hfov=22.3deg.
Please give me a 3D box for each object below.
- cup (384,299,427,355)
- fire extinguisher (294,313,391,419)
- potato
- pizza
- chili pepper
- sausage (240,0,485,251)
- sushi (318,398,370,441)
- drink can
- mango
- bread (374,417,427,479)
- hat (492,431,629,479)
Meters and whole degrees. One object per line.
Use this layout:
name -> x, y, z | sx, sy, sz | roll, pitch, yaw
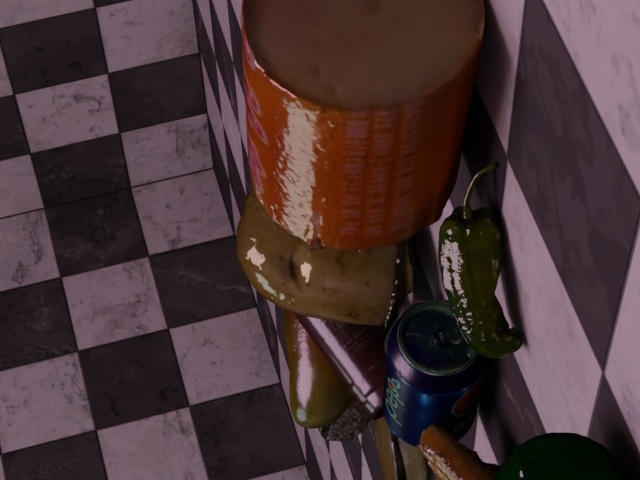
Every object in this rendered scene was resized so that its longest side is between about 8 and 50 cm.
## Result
cup -> 0.128, 0.129, 2.018 | 0.077, 0.078, 0.100 | 105, 142, -65
fire extinguisher -> 0.024, 0.078, 2.272 | 0.344, 0.138, 0.102 | 54, 150, 14
potato -> 0.000, 0.000, 2.103 | 0.285, 0.242, 0.243 | -95, -3, -61
pizza -> 0.194, 0.297, 1.869 | 0.188, 0.062, 0.199 | 46, 169, 24
chili pepper -> 0.157, 0.019, 1.659 | 0.072, 0.073, 0.204 | -78, -22, -76
sausage -> 0.037, -0.152, 1.609 | 0.287, 0.233, 0.233 | 95, 160, -63
sushi -> 0.034, 0.245, 2.476 | 0.150, 0.090, 0.078 | 89, 166, -54
drink can -> 0.131, 0.155, 1.878 | 0.205, 0.118, 0.118 | 88, 166, -60
mango -> 0.017, 0.127, 2.375 | 0.129, 0.146, 0.289 | 31, -125, -60
bread -> 0.118, 0.294, 2.420 | 0.207, 0.056, 0.287 | -109, 9, -52
hat -> 0.207, 0.384, 1.396 | 0.285, 0.285, 0.400 | -123, 35, -67
